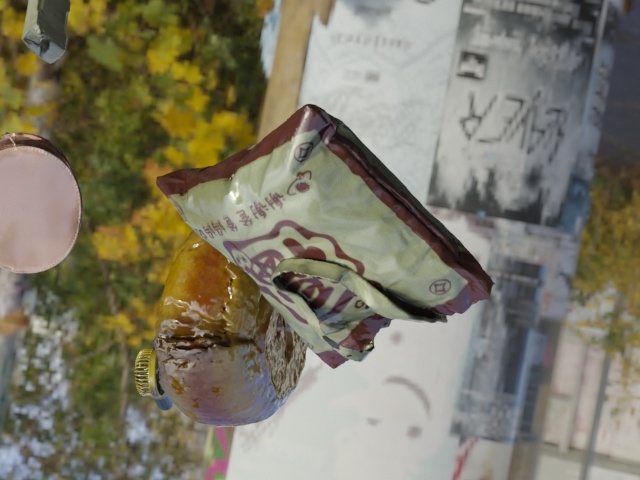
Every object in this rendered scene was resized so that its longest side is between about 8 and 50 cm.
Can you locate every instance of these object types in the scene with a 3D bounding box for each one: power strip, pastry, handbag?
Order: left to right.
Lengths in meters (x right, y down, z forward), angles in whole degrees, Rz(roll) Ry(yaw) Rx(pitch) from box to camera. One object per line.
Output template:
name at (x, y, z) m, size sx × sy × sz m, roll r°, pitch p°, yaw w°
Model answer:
handbag at (-0.454, -0.060, 1.871) m, size 0.179 × 0.205 × 0.116 m, roll 1°, pitch -171°, yaw -8°
power strip at (-0.323, -0.259, 1.437) m, size 0.047 × 0.030 × 0.191 m, roll 42°, pitch -160°, yaw -29°
pastry at (-0.114, 0.100, 1.747) m, size 0.163 × 0.356 × 0.356 m, roll 11°, pitch 179°, yaw 21°
handbag at (0.000, 0.000, 1.008) m, size 0.213 × 0.127 × 0.235 m, roll -25°, pitch 116°, yaw 43°

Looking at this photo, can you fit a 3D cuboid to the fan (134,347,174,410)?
fan at (-0.274, 0.237, 2.022) m, size 0.039 × 0.082 × 0.155 m, roll -2°, pitch 145°, yaw 8°
